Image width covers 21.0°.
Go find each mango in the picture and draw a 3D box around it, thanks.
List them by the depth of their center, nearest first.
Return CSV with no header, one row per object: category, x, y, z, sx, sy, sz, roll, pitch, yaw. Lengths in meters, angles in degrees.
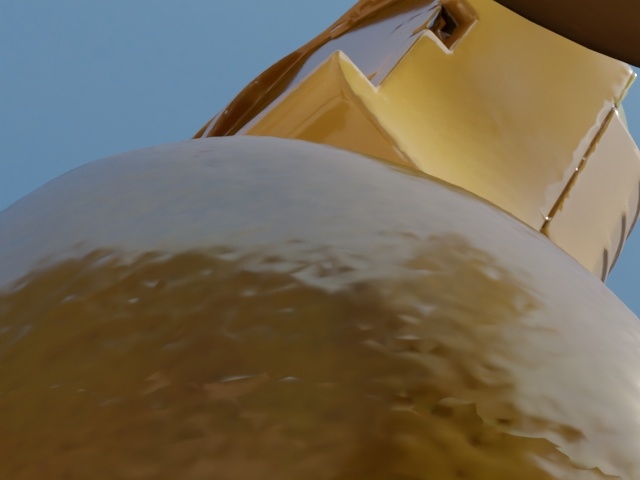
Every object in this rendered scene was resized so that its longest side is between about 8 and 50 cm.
mango,-0.023,0.125,0.459,0.300,0.232,0.446,-17,-145,3

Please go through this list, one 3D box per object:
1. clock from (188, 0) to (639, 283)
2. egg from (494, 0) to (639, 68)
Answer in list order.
clock,0.000,0.000,0.923,0.317,0.200,0.244,-28,-168,39
egg,0.135,-0.167,0.320,0.374,0.301,0.301,22,-104,28
